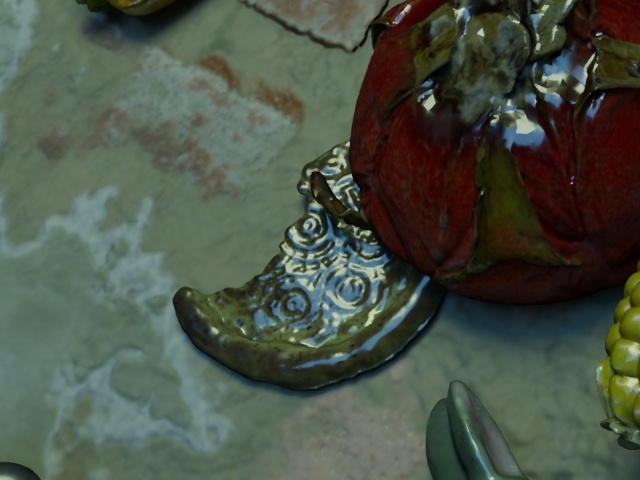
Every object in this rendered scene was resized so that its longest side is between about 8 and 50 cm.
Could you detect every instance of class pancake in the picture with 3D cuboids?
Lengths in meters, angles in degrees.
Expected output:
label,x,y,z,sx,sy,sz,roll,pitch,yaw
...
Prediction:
label,x,y,z,sx,sy,sz,roll,pitch,yaw
pancake,0.000,0.000,0.759,0.184,0.020,0.190,4,71,21

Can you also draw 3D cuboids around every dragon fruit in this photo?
label,x,y,z,sx,sy,sz,roll,pitch,yaw
dragon fruit,0.112,-0.085,0.670,0.224,0.148,0.218,22,74,19

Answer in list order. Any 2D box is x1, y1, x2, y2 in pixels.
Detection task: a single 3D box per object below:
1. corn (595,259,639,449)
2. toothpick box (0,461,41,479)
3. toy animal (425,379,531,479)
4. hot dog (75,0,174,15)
label,x,y,z,sx,sy,sz,roll,pitch,yaw
corn,0.270,-0.039,0.618,0.144,0.144,0.387,26,76,26
toothpick box,-0.288,0.214,0.665,0.316,0.229,0.229,-37,63,1
toy animal,0.103,0.184,0.605,0.108,0.138,0.236,16,58,-7
hot dog,-0.076,-0.247,0.855,0.250,0.076,0.104,-41,82,5
